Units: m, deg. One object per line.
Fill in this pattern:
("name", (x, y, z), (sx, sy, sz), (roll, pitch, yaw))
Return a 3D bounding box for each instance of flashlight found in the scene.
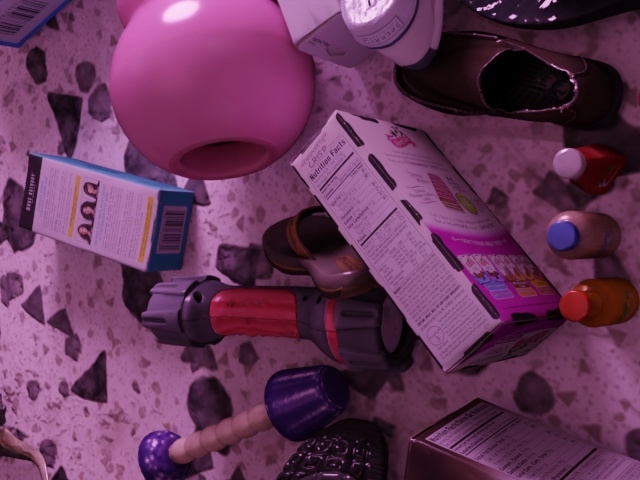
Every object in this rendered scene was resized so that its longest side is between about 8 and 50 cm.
("flashlight", (-0.050, 0.079, 0.919), (0.304, 0.103, 0.103), (-1, 51, 32))

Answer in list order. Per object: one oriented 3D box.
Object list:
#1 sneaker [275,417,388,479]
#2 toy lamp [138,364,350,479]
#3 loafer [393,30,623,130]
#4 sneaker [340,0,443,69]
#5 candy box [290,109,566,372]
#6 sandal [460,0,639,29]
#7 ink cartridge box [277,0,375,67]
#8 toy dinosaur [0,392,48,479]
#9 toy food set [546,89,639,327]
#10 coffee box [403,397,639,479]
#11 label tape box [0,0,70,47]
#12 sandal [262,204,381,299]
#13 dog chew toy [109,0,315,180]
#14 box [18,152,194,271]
("sneaker", (0.004, 0.318, 0.888), (0.109, 0.130, 0.286), (12, 75, 26))
("toy lamp", (-0.084, 0.202, 0.968), (0.275, 0.080, 0.080), (-31, 73, 33))
("loafer", (0.152, -0.149, 0.796), (0.220, 0.078, 0.080), (13, 98, 35))
("sneaker", (0.066, -0.267, 0.844), (0.094, 0.091, 0.258), (-16, 55, 32))
("candy box", (0.098, -0.002, 0.786), (0.071, 0.159, 0.233), (-47, 64, 25))
("sandal", (0.250, -0.253, 0.660), (0.446, 0.107, 0.167), (13, 89, 50))
("ink cartridge box", (0.004, -0.257, 0.883), (0.063, 0.109, 0.150), (-29, 73, 30))
("toy dinosaur", (-0.459, 0.260, 1.249), (0.268, 0.064, 0.118), (7, 109, 35))
("toy food set", (0.252, -0.045, 0.708), (0.111, 0.105, 0.232), (43, 114, 28))
("coffee box", (0.214, 0.264, 0.715), (0.297, 0.119, 0.168), (16, 110, 35))
("label tape box", (-0.410, -0.471, 1.182), (0.249, 0.115, 0.347), (-29, 71, 32))
("sandal", (0.000, 0.000, 0.858), (0.219, 0.090, 0.060), (-141, 31, -68))
("dog chew toy", (-0.120, -0.235, 0.926), (0.207, 0.207, 0.331), (-21, 70, 34))
("box", (-0.270, -0.038, 1.110), (0.244, 0.060, 0.100), (16, 99, 35))
